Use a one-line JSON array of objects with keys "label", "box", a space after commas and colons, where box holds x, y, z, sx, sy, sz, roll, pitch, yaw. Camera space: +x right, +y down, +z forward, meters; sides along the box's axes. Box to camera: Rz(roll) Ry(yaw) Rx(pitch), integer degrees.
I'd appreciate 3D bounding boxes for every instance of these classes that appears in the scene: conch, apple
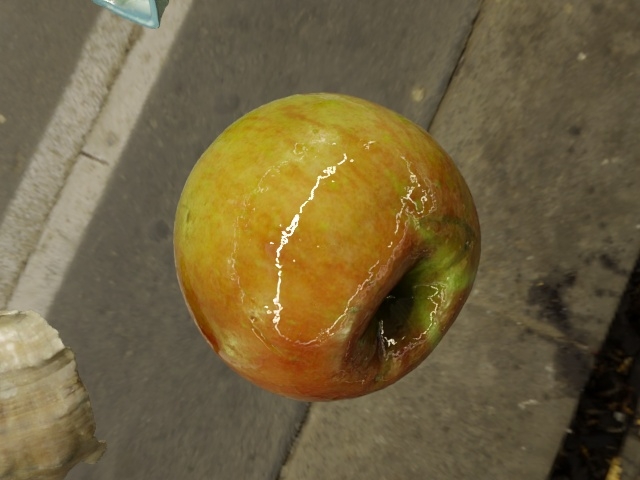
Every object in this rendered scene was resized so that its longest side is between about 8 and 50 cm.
[{"label": "conch", "box": [-0.321, 0.146, 0.948, 0.263, 0.324, 0.186, 27, 69, -5]}, {"label": "apple", "box": [0.000, 0.000, 0.655, 0.196, 0.196, 0.196, 0, 85, -4]}]

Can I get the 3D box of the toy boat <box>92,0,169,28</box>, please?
[{"label": "toy boat", "box": [-0.285, -0.340, 1.054, 0.332, 0.145, 0.133, 39, 61, -24]}]
